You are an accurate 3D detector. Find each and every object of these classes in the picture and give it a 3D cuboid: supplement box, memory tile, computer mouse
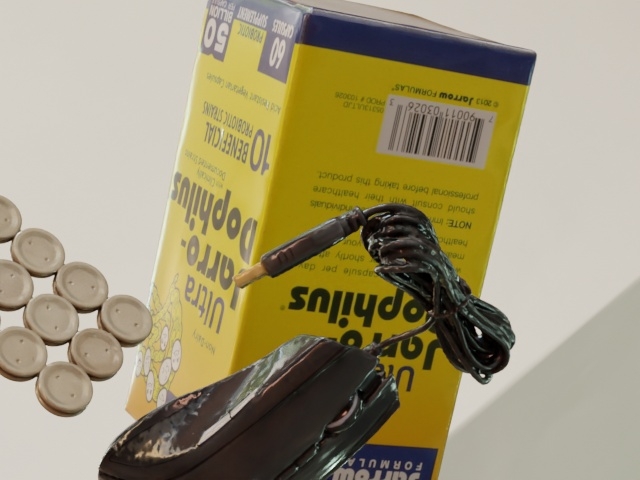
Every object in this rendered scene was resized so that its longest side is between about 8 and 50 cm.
[{"bbox_3d":[0.000,0.000,1.362,0.194,0.195,0.357,31,-69,62],"label":"supplement box"},{"bbox_3d":[-0.189,0.041,1.158,0.148,0.113,0.012,38,-45,-1],"label":"memory tile"},{"bbox_3d":[-0.022,0.085,1.013,0.184,0.262,0.060,57,10,-47],"label":"computer mouse"}]
